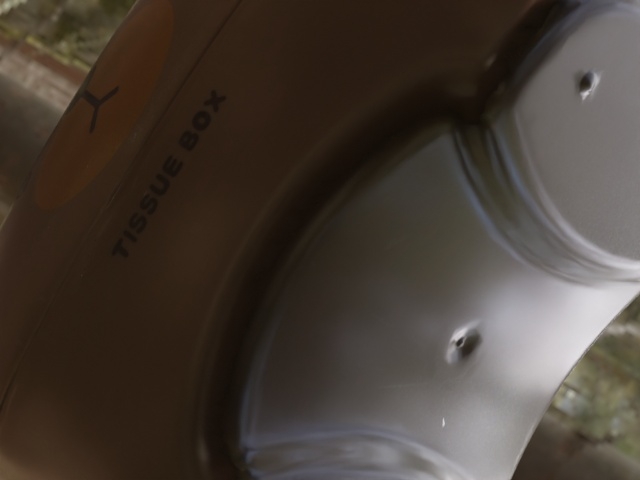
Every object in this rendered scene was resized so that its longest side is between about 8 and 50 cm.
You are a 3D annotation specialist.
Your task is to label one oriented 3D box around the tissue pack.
[{"bbox_3d":[0.000,0.000,0.832,0.267,0.277,0.387,27,97,-46],"label":"tissue pack"}]
